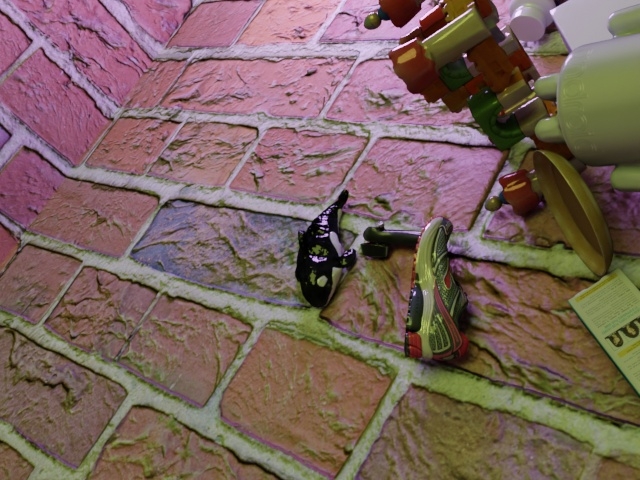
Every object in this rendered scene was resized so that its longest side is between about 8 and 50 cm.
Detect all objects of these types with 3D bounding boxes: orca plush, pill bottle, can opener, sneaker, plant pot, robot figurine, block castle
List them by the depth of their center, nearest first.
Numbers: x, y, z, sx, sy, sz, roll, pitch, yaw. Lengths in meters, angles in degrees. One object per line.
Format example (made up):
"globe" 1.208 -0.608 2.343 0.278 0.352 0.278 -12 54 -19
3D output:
"robot figurine" 0.509 -0.220 1.247 0.353 0.199 0.300 -3 92 45
"plant pot" 0.426 -0.052 1.353 0.032 0.236 0.236 -27 41 4
"block castle" 0.277 -0.279 1.495 0.213 0.453 0.303 -31 41 24
"sneaker" 0.222 0.090 1.505 0.112 0.121 0.299 6 58 6
"can opener" 0.165 -0.004 1.678 0.186 0.073 0.059 -1 16 36
"orca plush" 0.000 0.000 1.764 0.151 0.102 0.287 0 56 40
"pill bottle" 0.488 -0.547 1.833 0.108 0.108 0.193 -2 55 39

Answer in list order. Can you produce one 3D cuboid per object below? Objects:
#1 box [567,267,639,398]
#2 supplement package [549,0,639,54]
"box" 0.491 0.158 1.245 0.100 0.060 0.244 -35 40 10
"supplement package" 0.580 -0.342 1.520 0.175 0.177 0.293 -28 42 19
